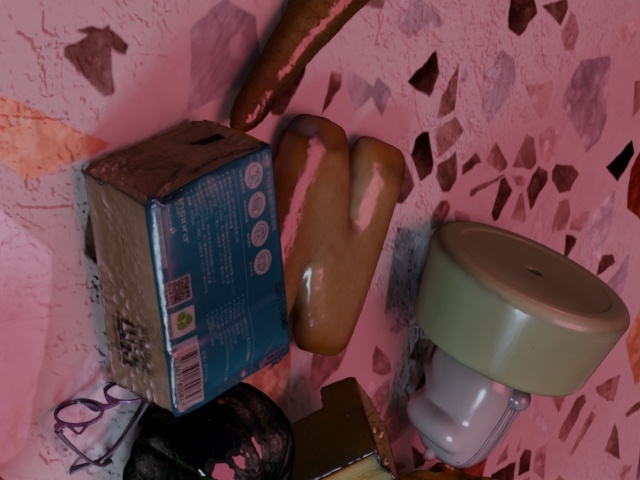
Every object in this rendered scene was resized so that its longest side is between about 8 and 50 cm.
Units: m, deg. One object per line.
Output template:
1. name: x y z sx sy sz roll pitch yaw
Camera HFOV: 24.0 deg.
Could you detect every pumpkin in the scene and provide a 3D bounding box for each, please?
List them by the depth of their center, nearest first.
1. pumpkin: -0.126 0.267 1.742 0.220 0.162 0.220 -46 151 -34

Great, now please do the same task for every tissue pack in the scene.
1. tissue pack: -0.145 0.026 1.648 0.192 0.134 0.271 -28 126 -42

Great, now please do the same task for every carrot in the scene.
1. carrot: -0.033 -0.221 1.735 0.298 0.078 0.078 -55 139 -15

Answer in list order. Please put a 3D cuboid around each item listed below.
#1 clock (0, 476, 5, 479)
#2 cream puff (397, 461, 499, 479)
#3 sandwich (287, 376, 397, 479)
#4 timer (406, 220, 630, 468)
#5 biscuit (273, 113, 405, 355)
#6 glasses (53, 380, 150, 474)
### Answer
1. clock: -0.337 0.303 1.453 0.142 0.241 0.227 -34 129 -41
2. cream puff: 0.180 0.445 2.146 0.324 0.291 0.257 -6 81 -34
3. sandwich: -0.022 0.290 1.924 0.236 0.128 0.122 -25 138 12
4. timer: 0.230 0.172 2.087 0.291 0.291 0.315 -1 121 -50
5. biscuit: 0.000 0.000 1.872 0.237 0.062 0.290 18 93 -53
6. glasses: -0.239 0.222 1.677 0.140 0.062 0.104 -20 122 -43
